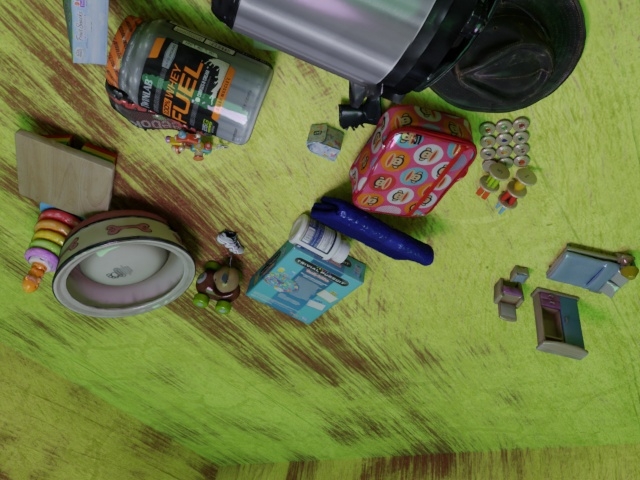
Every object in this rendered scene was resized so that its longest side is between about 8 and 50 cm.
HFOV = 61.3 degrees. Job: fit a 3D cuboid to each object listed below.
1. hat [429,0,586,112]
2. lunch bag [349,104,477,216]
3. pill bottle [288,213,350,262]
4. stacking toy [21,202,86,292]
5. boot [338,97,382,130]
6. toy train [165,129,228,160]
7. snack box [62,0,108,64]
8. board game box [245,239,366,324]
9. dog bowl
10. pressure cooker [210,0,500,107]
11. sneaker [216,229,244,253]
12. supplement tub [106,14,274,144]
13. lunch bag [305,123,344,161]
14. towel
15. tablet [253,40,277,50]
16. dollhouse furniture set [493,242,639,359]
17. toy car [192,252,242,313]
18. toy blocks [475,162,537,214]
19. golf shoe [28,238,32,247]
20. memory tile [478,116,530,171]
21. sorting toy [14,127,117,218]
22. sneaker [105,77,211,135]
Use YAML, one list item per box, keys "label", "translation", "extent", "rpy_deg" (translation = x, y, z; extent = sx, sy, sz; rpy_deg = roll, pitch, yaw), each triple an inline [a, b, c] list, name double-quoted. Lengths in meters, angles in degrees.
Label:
- label: "hat"
  translation: [0.348, -0.345, 1.057]
  extent: [0.332, 0.133, 0.331]
  rpy_deg: [7, 141, 6]
- label: "lunch bag"
  translation: [0.228, -0.177, 1.287]
  extent: [0.259, 0.120, 0.293]
  rpy_deg: [8, 144, -17]
- label: "pill bottle"
  translation: [0.000, 0.000, 1.577]
  extent: [0.170, 0.094, 0.094]
  rpy_deg: [29, 137, -19]
- label: "stacking toy"
  translation: [-0.835, 0.036, 1.662]
  extent: [0.166, 0.301, 0.175]
  rpy_deg: [10, 141, 2]
- label: "boot"
  translation: [0.090, -0.304, 1.235]
  extent: [0.099, 0.045, 0.121]
  rpy_deg: [0, 145, 8]
- label: "toy train"
  translation: [-0.313, -0.232, 1.348]
  extent: [0.125, 0.046, 0.166]
  rpy_deg: [5, 178, 29]
- label: "snack box"
  translation: [-0.456, -0.475, 1.040]
  extent: [0.070, 0.207, 0.174]
  rpy_deg: [-7, 147, -27]
- label: "board game box"
  translation: [-0.053, 0.130, 1.755]
  extent: [0.254, 0.079, 0.336]
  rpy_deg: [28, 137, -18]
- label: "dog bowl"
  translation: [-0.600, 0.068, 1.656]
  extent: [0.409, 0.150, 0.407]
  rpy_deg: [-16, 147, -11]
- label: "pressure cooker"
  translation: [0.079, -0.425, 0.826]
  extent: [0.421, 0.375, 0.370]
  rpy_deg: [19, 168, -13]
- label: "sneaker"
  translation: [-0.269, 0.002, 1.688]
  extent: [0.098, 0.038, 0.069]
  rpy_deg: [32, 137, -23]
- label: "supplement tub"
  translation: [-0.275, -0.346, 1.161]
  extent: [0.316, 0.193, 0.193]
  rpy_deg: [20, 140, -10]
- label: "lunch bag"
  translation: [0.010, -0.242, 1.308]
  extent: [0.083, 0.071, 0.053]
  rpy_deg: [20, 141, -9]
- label: "towel"
  translation: [0.141, -0.032, 1.461]
  extent: [0.308, 0.076, 0.228]
  rpy_deg: [27, 174, -21]
- label: "tablet"
  translation: [-0.119, -0.445, 1.151]
  extent: [0.054, 0.006, 0.083]
  rpy_deg: [8, 141, 4]
- label: "dollhouse furniture set"
  translation: [0.686, 0.155, 1.511]
  extent: [0.287, 0.198, 0.303]
  rpy_deg: [13, 140, -2]
- label: "toy car"
  translation: [-0.320, 0.122, 1.739]
  extent: [0.149, 0.154, 0.188]
  rpy_deg: [18, 145, -8]
- label: "toy blocks"
  translation: [0.447, -0.122, 1.347]
  extent: [0.123, 0.054, 0.148]
  rpy_deg: [10, 147, -6]
- label: "golf shoe"
  translation: [-0.847, 0.057, 1.835]
  extent: [0.273, 0.120, 0.105]
  rpy_deg: [18, 138, -9]
- label: "memory tile"
  translation: [0.433, -0.224, 1.271]
  extent: [0.113, 0.012, 0.148]
  rpy_deg: [-4, 138, 18]
- label: "sorting toy"
  translation: [-0.707, -0.193, 1.527]
  extent: [0.256, 0.089, 0.257]
  rpy_deg: [21, 140, -11]
- label: "sneaker"
  translation: [-0.380, -0.314, 1.303]
  extent: [0.276, 0.097, 0.135]
  rpy_deg: [17, 158, -22]
